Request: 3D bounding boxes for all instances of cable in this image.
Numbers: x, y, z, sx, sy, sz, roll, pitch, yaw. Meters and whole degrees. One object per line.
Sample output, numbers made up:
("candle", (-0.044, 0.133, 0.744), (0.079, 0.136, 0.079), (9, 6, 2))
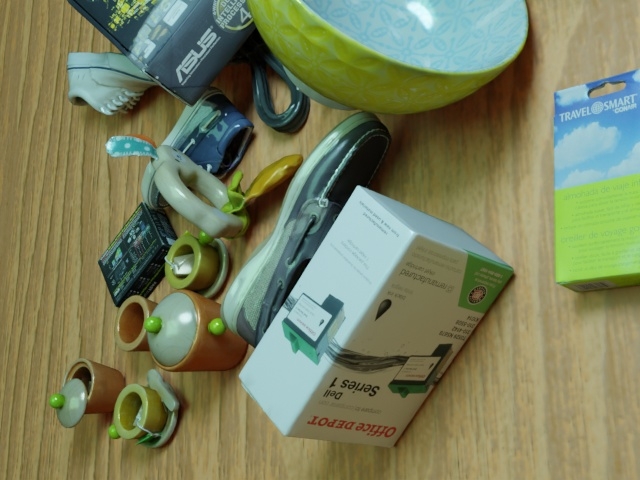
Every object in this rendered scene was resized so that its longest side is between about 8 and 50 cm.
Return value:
("cable", (-0.083, -0.245, 1.177), (0.139, 0.072, 0.287), (-47, 60, 1))

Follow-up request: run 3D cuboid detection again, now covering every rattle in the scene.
("rattle", (-0.145, -0.105, 1.088), (0.199, 0.130, 0.142), (48, 125, 15))

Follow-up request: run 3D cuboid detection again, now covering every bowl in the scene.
("bowl", (0.041, -0.221, 0.900), (0.156, 0.290, 0.289), (-55, 42, 48))

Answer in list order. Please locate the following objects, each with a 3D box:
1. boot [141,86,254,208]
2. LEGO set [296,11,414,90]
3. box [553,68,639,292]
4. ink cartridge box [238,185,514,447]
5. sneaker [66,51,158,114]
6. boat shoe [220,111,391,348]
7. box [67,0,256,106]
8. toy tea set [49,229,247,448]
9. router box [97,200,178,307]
("boot", (-0.162, -0.100, 1.177), (0.086, 0.069, 0.190), (45, 117, 26))
("LEGO set", (0.009, -0.283, 1.061), (0.182, 0.060, 0.244), (-46, 57, 16))
("box", (0.254, -0.051, 0.771), (0.109, 0.042, 0.178), (-11, 69, 41))
("ink cartridge box", (0.051, 0.079, 0.843), (0.092, 0.160, 0.219), (44, 109, 43))
("sneaker", (-0.293, -0.231, 1.345), (0.258, 0.094, 0.091), (14, 104, 50))
("boat shoe", (0.000, 0.000, 0.969), (0.092, 0.103, 0.285), (40, 101, 31))
("box", (-0.130, -0.394, 1.153), (0.395, 0.097, 0.318), (-50, 44, 5))
("toy tea set", (-0.230, 0.137, 1.120), (0.336, 0.124, 0.200), (-49, 49, 21))
("router box", (-0.247, 0.022, 1.236), (0.122, 0.038, 0.092), (-49, 49, 20))
